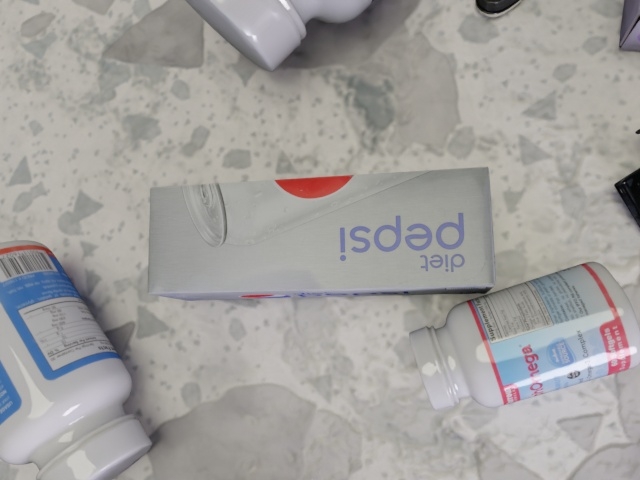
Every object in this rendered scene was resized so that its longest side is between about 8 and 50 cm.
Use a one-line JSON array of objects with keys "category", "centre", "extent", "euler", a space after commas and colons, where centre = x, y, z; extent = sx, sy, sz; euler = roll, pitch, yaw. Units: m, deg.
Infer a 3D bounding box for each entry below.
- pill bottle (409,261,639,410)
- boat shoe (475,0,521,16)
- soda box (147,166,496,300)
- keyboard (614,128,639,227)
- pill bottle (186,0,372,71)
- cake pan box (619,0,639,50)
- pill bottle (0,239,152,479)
[{"category": "pill bottle", "centre": [0.157, 0.081, 0.465], "extent": [0.160, 0.087, 0.087], "euler": [-20, 78, 9]}, {"category": "boat shoe", "centre": [0.190, -0.267, 0.534], "extent": [0.049, 0.042, 0.133], "euler": [41, 93, 12]}, {"category": "soda box", "centre": [0.000, 0.000, 0.508], "extent": [0.287, 0.091, 0.097], "euler": [-2, 81, 11]}, {"category": "keyboard", "centre": [0.336, -0.084, 0.487], "extent": [0.192, 0.038, 0.100], "euler": [-32, 100, 5]}, {"category": "pill bottle", "centre": [0.015, -0.309, 0.507], "extent": [0.176, 0.176, 0.318], "euler": [42, 91, 14]}, {"category": "cake pan box", "centre": [0.395, -0.274, 0.479], "extent": [0.267, 0.070, 0.245], "euler": [7, 81, 13]}, {"category": "pill bottle", "centre": [-0.251, 0.119, 0.527], "extent": [0.124, 0.124, 0.221], "euler": [-38, 76, 4]}]
